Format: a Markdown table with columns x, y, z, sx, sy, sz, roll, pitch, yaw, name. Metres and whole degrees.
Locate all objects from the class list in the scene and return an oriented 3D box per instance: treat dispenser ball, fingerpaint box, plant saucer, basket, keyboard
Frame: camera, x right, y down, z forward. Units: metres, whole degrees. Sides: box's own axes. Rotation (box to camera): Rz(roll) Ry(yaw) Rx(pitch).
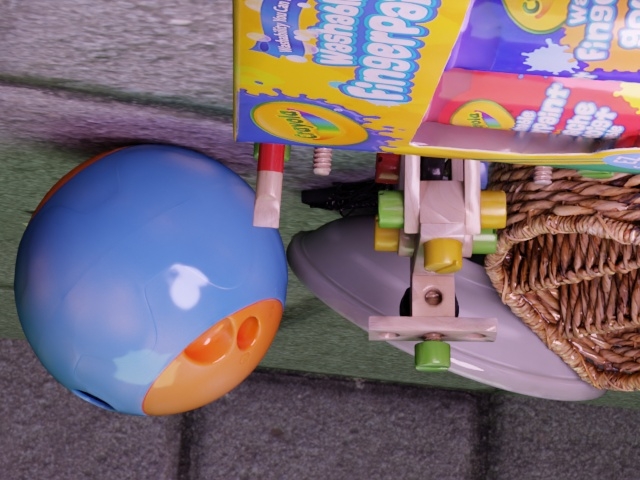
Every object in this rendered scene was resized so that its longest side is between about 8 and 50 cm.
| x | y | z | sx | sy | sz | roll | pitch | yaw | name |
| --- | --- | --- | --- | --- | --- | --- | --- | --- | --- |
| -0.178 | 0.042 | 1.868 | 0.288 | 0.288 | 0.288 | 5 | 169 | 1 | treat dispenser ball |
| 0.136 | -0.162 | 1.003 | 0.371 | 0.163 | 0.445 | 5 | 169 | -3 | fingerpaint box |
| 0.162 | 0.048 | 2.015 | 0.400 | 0.101 | 0.400 | 21 | -165 | -6 | plant saucer |
| 0.292 | 0.024 | 1.751 | 0.213 | 0.223 | 0.299 | 10 | 169 | -28 | basket |
| 0.057 | -0.041 | 2.003 | 0.192 | 0.038 | 0.100 | -6 | 165 | 41 | keyboard |

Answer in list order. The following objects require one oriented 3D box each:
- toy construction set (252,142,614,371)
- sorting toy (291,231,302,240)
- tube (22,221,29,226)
| x | y | z | sx | sy | sz | roll | pitch | yaw | name |
| --- | --- | --- | --- | --- | --- | --- | --- | --- | --- |
| 0.073 | -0.008 | 1.635 | 0.308 | 0.237 | 0.257 | 10 | 168 | -23 | toy construction set |
| 0.000 | 0.000 | 2.301 | 0.062 | 0.012 | 0.083 | 8 | 169 | -14 | sorting toy |
| -0.302 | 0.010 | 2.389 | 0.070 | 0.062 | 0.240 | -42 | 153 | 6 | tube |
